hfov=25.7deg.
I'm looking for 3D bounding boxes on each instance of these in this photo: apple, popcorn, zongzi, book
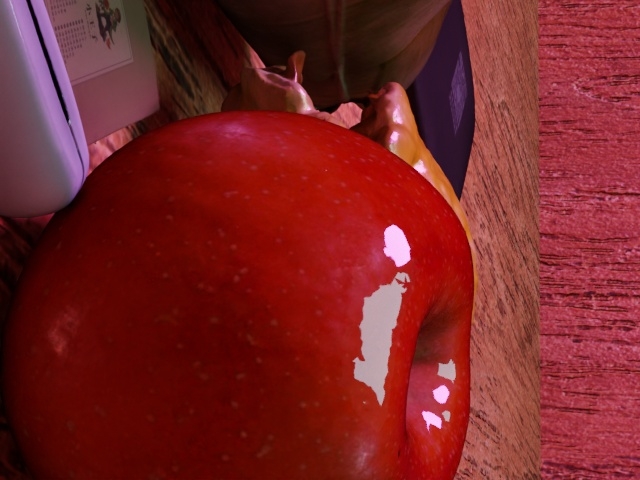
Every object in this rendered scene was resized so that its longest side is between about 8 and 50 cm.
[{"bbox_3d":[-0.033,0.058,0.747,0.260,0.216,0.260,-16,108,-62],"label":"apple"},{"bbox_3d":[-0.002,-0.001,0.955,0.191,0.190,0.253,-53,123,-73],"label":"popcorn"},{"bbox_3d":[0.092,-0.199,0.981,0.447,0.418,0.181,50,45,-58],"label":"zongzi"},{"bbox_3d":[-0.143,-0.124,0.806,0.198,0.016,0.138,-45,130,-69],"label":"book"}]

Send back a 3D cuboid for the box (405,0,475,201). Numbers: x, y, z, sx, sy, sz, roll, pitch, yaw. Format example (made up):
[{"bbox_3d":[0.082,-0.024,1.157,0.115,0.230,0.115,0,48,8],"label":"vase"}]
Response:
[{"bbox_3d":[0.132,-0.177,1.700,0.289,0.073,0.290,-71,154,-52],"label":"box"}]

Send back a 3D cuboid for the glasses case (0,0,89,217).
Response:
[{"bbox_3d":[-0.158,-0.089,0.646,0.045,0.067,0.178,-71,153,-53],"label":"glasses case"}]
